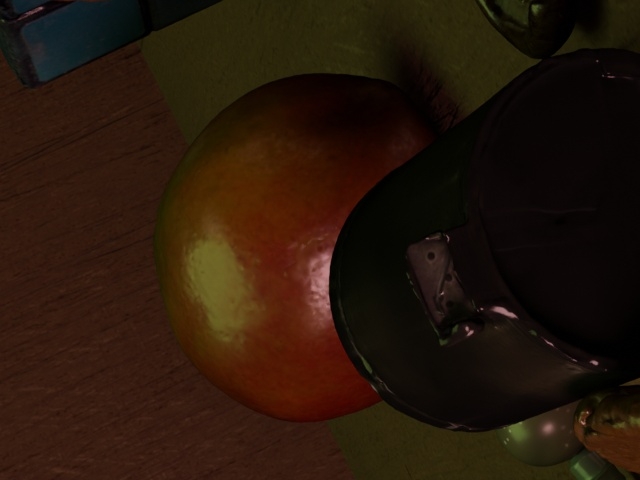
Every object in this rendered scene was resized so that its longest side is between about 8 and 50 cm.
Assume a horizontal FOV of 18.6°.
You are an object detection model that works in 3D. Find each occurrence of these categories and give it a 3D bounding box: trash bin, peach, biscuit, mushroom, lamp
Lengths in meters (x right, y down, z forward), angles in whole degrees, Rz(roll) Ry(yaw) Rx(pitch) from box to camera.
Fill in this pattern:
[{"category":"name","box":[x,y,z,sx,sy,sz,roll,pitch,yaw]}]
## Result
[{"category":"trash bin","box":[0.140,0.007,1.270,0.203,0.252,0.301,62,163,4]},{"category":"peach","box":[0.000,0.000,1.789,0.308,0.308,0.332,55,135,42]},{"category":"biscuit","box":[0.254,0.122,1.140,0.226,0.226,0.042,121,165,-78]},{"category":"mushroom","box":[0.139,-0.181,1.309,0.123,0.052,0.123,57,160,35]},{"category":"lamp","box":[0.225,0.182,1.701,0.163,0.091,0.091,45,166,10]}]

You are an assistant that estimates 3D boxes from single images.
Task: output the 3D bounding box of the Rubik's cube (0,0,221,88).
[{"category":"Rubik's cube","box":[-0.251,-0.396,1.997,0.313,0.316,0.318,60,170,22]}]
